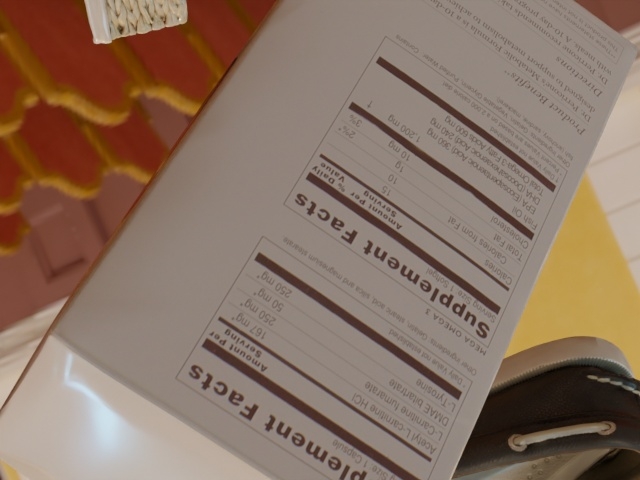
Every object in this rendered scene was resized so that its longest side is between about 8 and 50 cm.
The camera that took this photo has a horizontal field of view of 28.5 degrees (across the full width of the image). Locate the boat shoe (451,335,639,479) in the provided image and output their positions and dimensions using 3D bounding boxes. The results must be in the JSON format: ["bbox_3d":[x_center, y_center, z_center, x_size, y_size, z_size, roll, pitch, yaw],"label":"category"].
[{"bbox_3d":[0.056,0.160,0.741,0.302,0.114,0.091,-33,-148,13],"label":"boat shoe"}]

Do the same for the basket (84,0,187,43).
[{"bbox_3d":[-0.200,-0.303,1.295,0.103,0.167,0.113,-9,-145,-6],"label":"basket"}]

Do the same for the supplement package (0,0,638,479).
[{"bbox_3d":[0.000,0.000,0.490,0.244,0.134,0.139,-60,-172,-33],"label":"supplement package"}]
